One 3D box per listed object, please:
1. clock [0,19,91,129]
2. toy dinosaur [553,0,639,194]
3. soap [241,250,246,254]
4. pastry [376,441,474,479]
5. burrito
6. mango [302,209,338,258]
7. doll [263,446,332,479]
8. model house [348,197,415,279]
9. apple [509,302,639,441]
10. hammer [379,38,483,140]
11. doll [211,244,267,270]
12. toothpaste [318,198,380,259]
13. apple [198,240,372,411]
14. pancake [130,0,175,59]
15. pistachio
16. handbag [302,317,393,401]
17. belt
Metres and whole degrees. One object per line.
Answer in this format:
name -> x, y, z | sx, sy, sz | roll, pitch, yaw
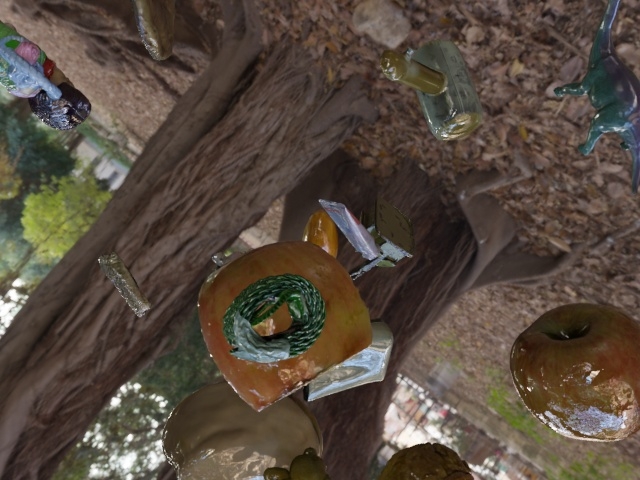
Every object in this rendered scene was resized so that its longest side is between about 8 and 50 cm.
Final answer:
clock -> -0.509, -0.290, 0.916 | 0.196, 0.100, 0.194 | 39, 173, -2
toy dinosaur -> 0.647, -0.333, 1.106 | 0.331, 0.130, 0.383 | 83, 167, -67
soap -> -0.184, 0.108, 1.617 | 0.122, 0.065, 0.203 | 38, 175, 16
pastry -> 0.199, 0.507, 1.003 | 0.235, 0.239, 0.132 | 5, -167, -46
burrito -> -0.456, 0.101, 1.225 | 0.171, 0.051, 0.042 | 57, -155, 4
mango -> 0.000, 0.000, 1.775 | 0.126, 0.153, 0.252 | 12, 135, 6
doll -> -0.073, 0.591, 1.230 | 0.137, 0.210, 0.097 | 44, 163, 48
model house -> 0.191, 0.012, 1.978 | 0.205, 0.279, 0.218 | 36, -143, -21
apple -> 0.506, 0.257, 1.003 | 0.264, 0.264, 0.264 | 37, 172, 6
hammer -> 0.193, -0.300, 0.970 | 0.306, 0.113, 0.201 | -1, -112, -54
doll -> -0.178, 0.085, 1.313 | 0.095, 0.192, 0.149 | 159, 95, -81
toothpaste -> 0.081, -0.030, 1.350 | 0.089, 0.057, 0.234 | 15, 159, 43
apple -> -0.083, 0.150, 1.070 | 0.309, 0.314, 0.252 | 59, 164, 12
pancake -> -0.371, -0.549, 1.180 | 0.050, 0.294, 0.294 | 3, 172, -2
pistachio -> -0.217, 0.575, 1.454 | 0.446, 0.364, 0.281 | 9, 174, 0
handbag -> 0.042, 0.330, 1.423 | 0.316, 0.241, 0.109 | -9, -150, -30
belt -> -0.063, 0.113, 0.746 | 0.079, 0.152, 0.121 | -11, 99, 61
